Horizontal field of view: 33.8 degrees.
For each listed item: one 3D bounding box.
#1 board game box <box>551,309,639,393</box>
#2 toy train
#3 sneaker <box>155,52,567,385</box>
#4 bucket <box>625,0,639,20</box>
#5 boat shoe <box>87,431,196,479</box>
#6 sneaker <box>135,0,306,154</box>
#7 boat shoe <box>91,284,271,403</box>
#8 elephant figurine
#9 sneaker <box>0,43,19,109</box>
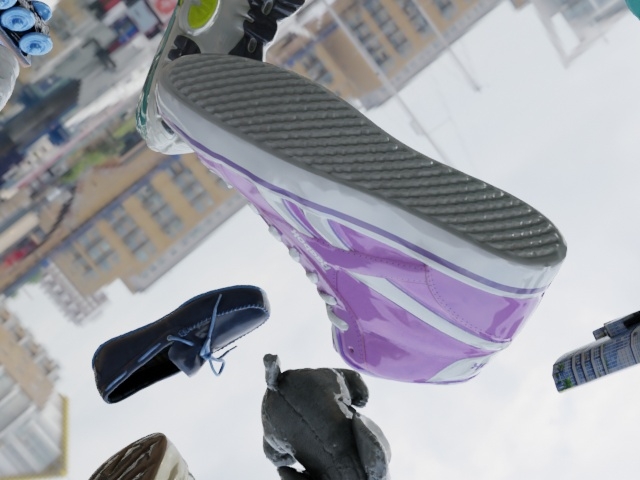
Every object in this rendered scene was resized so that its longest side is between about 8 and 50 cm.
[{"bbox_3d":[0.388,0.101,1.198,0.194,0.060,0.194,-13,165,-34],"label":"board game box"},{"bbox_3d":[-0.409,-0.290,1.320,0.105,0.080,0.184,-12,153,8],"label":"toy train"},{"bbox_3d":[0.000,0.001,0.692,0.102,0.282,0.161,-49,168,-50],"label":"sneaker"},{"bbox_3d":[0.291,-0.277,0.679,0.183,0.281,0.281,-53,-165,-18],"label":"bucket"},{"bbox_3d":[-0.140,0.274,0.668,0.121,0.110,0.341,-25,-157,32],"label":"boat shoe"},{"bbox_3d":[-0.084,-0.199,0.889,0.110,0.107,0.275,0,-118,62],"label":"sneaker"},{"bbox_3d":[-0.176,0.148,1.389,0.258,0.109,0.089,-29,-134,14],"label":"boat shoe"},{"bbox_3d":[0.030,0.272,1.282,0.239,0.186,0.169,55,-46,42],"label":"elephant figurine"},{"bbox_3d":[-0.305,-0.114,0.789,0.152,0.054,0.061,-10,-141,-6],"label":"sneaker"}]
